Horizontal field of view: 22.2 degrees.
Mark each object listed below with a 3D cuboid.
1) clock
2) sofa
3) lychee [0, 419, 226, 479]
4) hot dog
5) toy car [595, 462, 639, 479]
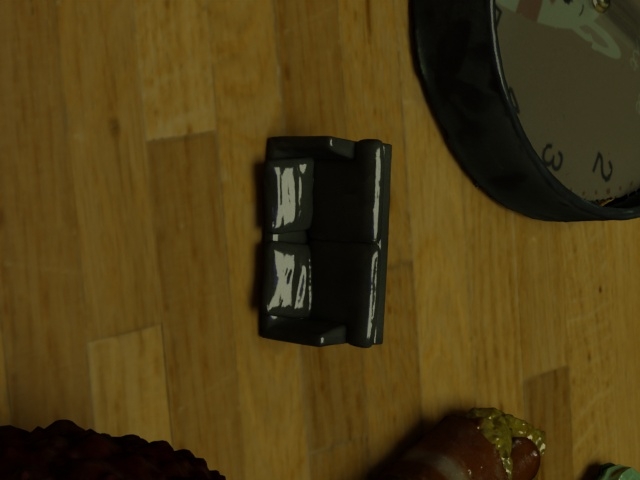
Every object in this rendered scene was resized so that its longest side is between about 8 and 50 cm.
[{"bbox_3d":[0.232,-0.202,1.356,0.386,0.076,0.386,-5,97,-43],"label":"clock"},{"bbox_3d":[0.000,0.000,1.149,0.060,0.085,0.147,0,94,-47],"label":"sofa"},{"bbox_3d":[-0.142,0.233,0.922,0.300,0.264,0.264,4,91,-63],"label":"lychee"},{"bbox_3d":[0.106,0.210,1.263,0.261,0.093,0.123,-36,117,-35],"label":"hot dog"},{"bbox_3d":[0.290,0.278,1.471,0.093,0.058,0.186,-53,126,-29],"label":"toy car"}]
